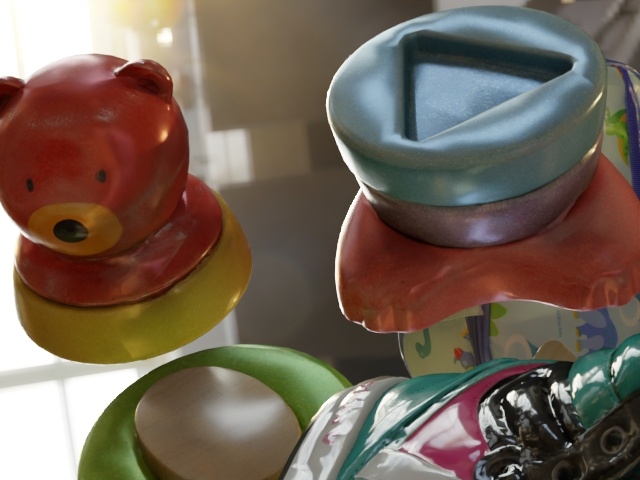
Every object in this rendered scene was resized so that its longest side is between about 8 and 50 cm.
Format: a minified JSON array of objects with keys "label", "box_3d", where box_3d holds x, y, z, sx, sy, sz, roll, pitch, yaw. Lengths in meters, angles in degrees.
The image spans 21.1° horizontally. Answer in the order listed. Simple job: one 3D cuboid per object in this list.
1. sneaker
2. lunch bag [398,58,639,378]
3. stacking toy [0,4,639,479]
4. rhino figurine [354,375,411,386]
[{"label":"sneaker","box_3d":[0.068,0.125,0.519,0.124,0.178,0.295,62,26,-22]},{"label":"lunch bag","box_3d":[0.134,-0.009,1.042,0.090,0.176,0.219,-15,-107,51]},{"label":"stacking toy","box_3d":[0.000,0.000,0.757,0.279,0.309,0.130,-104,-179,-52]},{"label":"rhino figurine","box_3d":[0.047,0.132,1.173,0.243,0.106,0.073,-22,-134,32]}]
